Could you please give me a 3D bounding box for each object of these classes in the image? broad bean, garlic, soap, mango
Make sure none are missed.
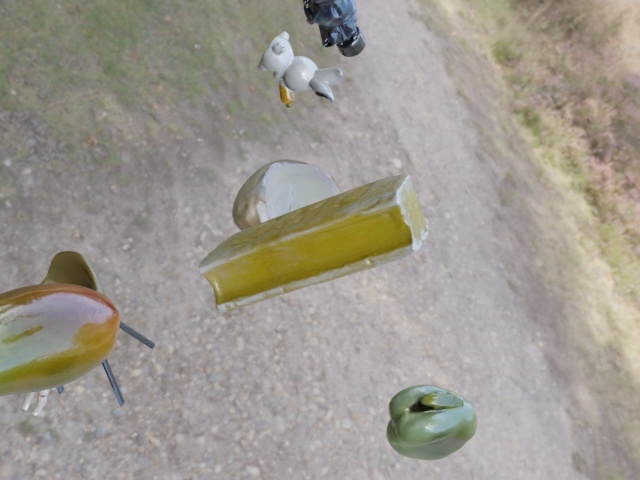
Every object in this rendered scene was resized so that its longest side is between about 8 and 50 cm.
[{"bbox_3d":[0.200,0.328,1.327,0.228,0.170,0.100,83,-8,-56],"label":"broad bean"},{"bbox_3d":[-0.069,-0.066,1.408,0.196,0.151,0.338,37,19,18],"label":"garlic"},{"bbox_3d":[0.000,0.000,0.800,0.073,0.232,0.140,66,22,-12],"label":"soap"},{"bbox_3d":[-0.377,0.129,0.943,0.129,0.146,0.289,39,15,15],"label":"mango"}]

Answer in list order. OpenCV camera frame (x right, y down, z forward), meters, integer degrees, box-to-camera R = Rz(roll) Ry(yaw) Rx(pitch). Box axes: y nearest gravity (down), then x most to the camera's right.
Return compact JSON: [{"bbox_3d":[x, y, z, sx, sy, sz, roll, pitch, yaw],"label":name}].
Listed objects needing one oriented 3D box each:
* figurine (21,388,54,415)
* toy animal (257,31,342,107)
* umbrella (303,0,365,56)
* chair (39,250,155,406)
[{"bbox_3d":[-0.573,0.275,1.541,0.083,0.187,0.083,22,14,-6],"label":"figurine"},{"bbox_3d":[-0.047,-0.360,1.629,0.182,0.131,0.127,35,3,-6],"label":"toy animal"},{"bbox_3d":[0.006,-0.294,0.845,0.224,0.080,0.071,48,43,-57],"label":"umbrella"},{"bbox_3d":[-0.446,0.163,1.373,0.246,0.159,0.172,66,37,-44],"label":"chair"}]
